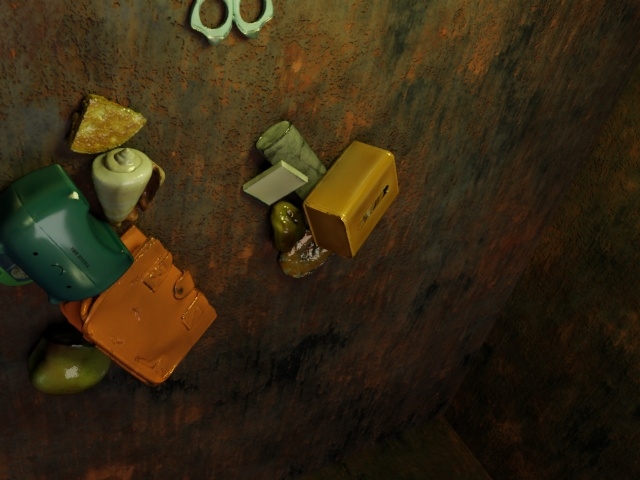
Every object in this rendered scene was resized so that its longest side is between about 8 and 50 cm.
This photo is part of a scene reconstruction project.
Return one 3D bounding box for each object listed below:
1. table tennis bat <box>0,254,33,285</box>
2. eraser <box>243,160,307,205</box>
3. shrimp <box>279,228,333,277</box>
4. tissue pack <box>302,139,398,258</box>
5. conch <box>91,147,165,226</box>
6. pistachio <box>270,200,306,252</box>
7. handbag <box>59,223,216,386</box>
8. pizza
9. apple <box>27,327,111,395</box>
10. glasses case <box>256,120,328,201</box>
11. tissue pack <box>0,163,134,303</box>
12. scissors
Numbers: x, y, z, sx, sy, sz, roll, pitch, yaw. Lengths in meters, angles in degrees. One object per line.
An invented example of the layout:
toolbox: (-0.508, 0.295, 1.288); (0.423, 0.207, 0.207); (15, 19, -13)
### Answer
table tennis bat: (-0.737, 0.060, 1.339); (0.257, 0.039, 0.160); (-31, 138, -13)
eraser: (-0.123, -0.154, 1.560); (0.150, 0.023, 0.104); (-27, 141, 32)
shrimp: (0.000, 0.000, 1.839); (0.317, 0.062, 0.164); (-37, 139, 1)
tissue pack: (0.095, -0.119, 1.651); (0.274, 0.145, 0.194); (-54, 146, -26)
conch: (-0.460, -0.132, 1.327); (0.158, 0.127, 0.255); (-36, 174, -44)
pistachio: (-0.094, -0.032, 1.701); (0.110, 0.100, 0.189); (-16, 135, -19)
handbag: (-0.464, 0.188, 1.542); (0.303, 0.116, 0.410); (-51, 146, -21)
pizza: (-0.464, -0.256, 1.234); (0.175, 0.046, 0.134); (-20, 139, -22)
apple: (-0.671, 0.330, 1.557); (0.207, 0.174, 0.188); (-36, 142, 22)
glasses case: (-0.058, -0.204, 1.592); (0.114, 0.060, 0.299); (-40, 141, 3)
tissue pack: (-0.573, -0.003, 1.267); (0.206, 0.198, 0.287); (-36, 138, -14)
scissors: (-0.179, -0.575, 1.160); (0.191, 0.029, 0.360); (-16, 137, -24)
